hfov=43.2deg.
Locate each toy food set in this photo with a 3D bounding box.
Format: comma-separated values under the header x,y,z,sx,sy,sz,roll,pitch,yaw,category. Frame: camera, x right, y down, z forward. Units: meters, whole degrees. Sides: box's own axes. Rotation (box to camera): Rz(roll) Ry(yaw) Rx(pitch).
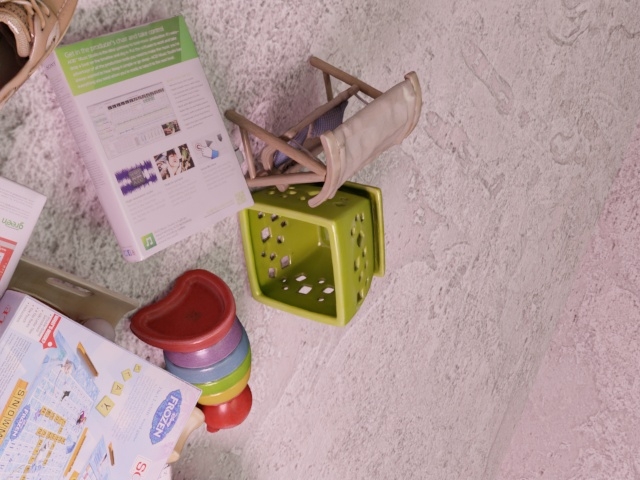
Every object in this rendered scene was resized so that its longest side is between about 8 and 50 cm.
x,y,z,sx,sy,sz,roll,pitch,yaw,category
-0.389,0.196,1.124,0.219,0.092,0.306,29,67,-41,toy food set

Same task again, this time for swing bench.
x,y,z,sx,sy,sz,roll,pitch,yaw,category
0.015,-0.193,1.448,0.253,0.254,0.165,-38,132,-34,swing bench

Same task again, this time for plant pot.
x,y,z,sx,sy,sz,roll,pitch,yaw,category
0.000,0.000,1.545,0.207,0.228,0.227,-38,132,-45,plant pot

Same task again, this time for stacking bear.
x,y,z,sx,sy,sz,roll,pitch,yaw,category
-0.198,0.225,1.455,0.175,0.164,0.289,-42,138,-32,stacking bear

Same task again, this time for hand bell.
x,y,z,sx,sy,sz,roll,pitch,yaw,category
-0.279,0.400,1.360,0.126,0.126,0.242,57,32,-45,hand bell

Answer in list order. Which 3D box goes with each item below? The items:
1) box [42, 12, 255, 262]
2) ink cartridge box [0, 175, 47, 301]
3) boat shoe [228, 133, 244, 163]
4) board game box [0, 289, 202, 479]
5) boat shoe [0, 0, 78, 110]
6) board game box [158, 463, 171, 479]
x,y,z,sx,sy,sz,roll,pitch,yaw,category
-0.250,-0.159,1.218,0.232,0.058,0.322,-29,106,-40,box
-0.536,0.005,0.966,0.309,0.130,0.272,29,82,-51,ink cartridge box
-0.241,-0.105,1.314,0.267,0.096,0.088,-36,105,-29,boat shoe
-0.353,0.278,1.074,0.318,0.066,0.319,40,68,-38,board game box
-0.385,-0.265,1.014,0.121,0.110,0.341,32,70,-30,boat shoe
-0.407,0.382,1.227,0.305,0.193,0.053,-18,118,-45,board game box
